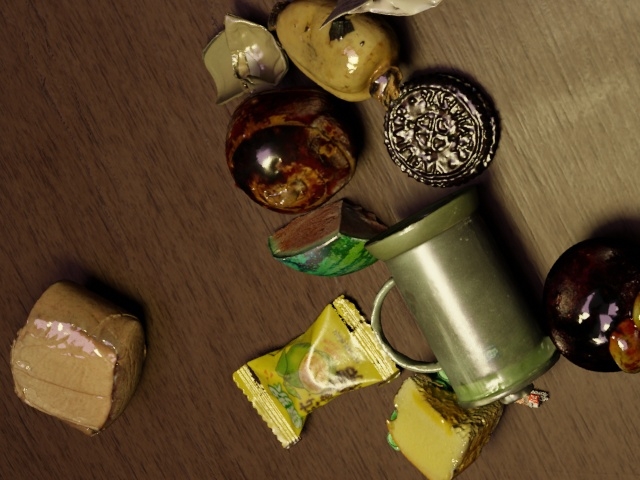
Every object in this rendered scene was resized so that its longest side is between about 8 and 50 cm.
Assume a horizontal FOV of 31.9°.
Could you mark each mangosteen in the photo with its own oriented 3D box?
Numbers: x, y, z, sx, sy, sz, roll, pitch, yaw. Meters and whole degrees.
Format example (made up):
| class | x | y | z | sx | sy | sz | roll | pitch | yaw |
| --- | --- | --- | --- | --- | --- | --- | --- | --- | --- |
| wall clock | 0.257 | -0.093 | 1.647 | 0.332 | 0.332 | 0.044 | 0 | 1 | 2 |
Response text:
| class | x | y | z | sx | sy | sz | roll | pitch | yaw |
| --- | --- | --- | --- | --- | --- | --- | --- | --- | --- |
| mangosteen | 0.451 | 0.103 | 1.654 | 0.250 | 0.211 | 0.211 | 16 | 118 | 46 |

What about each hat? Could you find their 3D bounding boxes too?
| class | x | y | z | sx | sy | sz | roll | pitch | yaw |
| --- | --- | --- | --- | --- | --- | --- | --- | --- | --- |
| hat | -0.133 | -0.305 | 1.921 | 0.175 | 0.085 | 0.147 | -22 | 82 | 56 |

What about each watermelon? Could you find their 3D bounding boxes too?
| class | x | y | z | sx | sy | sz | roll | pitch | yaw |
| --- | --- | --- | --- | --- | --- | --- | --- | --- | --- |
| watermelon | 0.001 | 0.020 | 1.917 | 0.231 | 0.146 | 0.128 | -22 | 98 | 31 |

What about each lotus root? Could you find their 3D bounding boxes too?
| class | x | y | z | sx | sy | sz | roll | pitch | yaw |
| --- | --- | --- | --- | --- | --- | --- | --- | --- | --- |
| lotus root | 0.034 | -0.309 | 1.765 | 0.257 | 0.140 | 0.154 | 34 | 167 | 18 |

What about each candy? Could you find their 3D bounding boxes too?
| class | x | y | z | sx | sy | sz | roll | pitch | yaw |
| --- | --- | --- | --- | --- | --- | --- | --- | --- | --- |
| candy | -0.010 | 0.245 | 2.055 | 0.297 | 0.081 | 0.187 | -35 | 90 | 23 |

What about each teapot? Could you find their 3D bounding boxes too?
| class | x | y | z | sx | sy | sz | roll | pitch | yaw |
| --- | --- | --- | --- | --- | --- | --- | --- | --- | --- |
| teapot | 0.212 | 0.115 | 1.791 | 0.270 | 0.200 | 0.337 | -28 | 92 | 20 |

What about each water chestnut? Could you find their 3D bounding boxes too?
| class | x | y | z | sx | sy | sz | roll | pitch | yaw |
| --- | --- | --- | --- | --- | --- | --- | --- | --- | --- |
| water chestnut | -0.048 | -0.158 | 1.860 | 0.224 | 0.238 | 0.223 | -7 | 128 | -9 |

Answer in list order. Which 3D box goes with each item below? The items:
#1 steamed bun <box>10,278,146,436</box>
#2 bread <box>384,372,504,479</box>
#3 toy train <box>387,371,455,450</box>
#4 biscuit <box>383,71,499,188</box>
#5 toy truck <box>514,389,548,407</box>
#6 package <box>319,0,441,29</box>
| class | x | y | z | sx | sy | sz | roll | pitch | yaw |
| --- | --- | --- | --- | --- | --- | --- | --- | --- | --- |
| steamed bun | -0.471 | 0.220 | 2.236 | 0.251 | 0.199 | 0.301 | 23 | 129 | 0 |
| bread | 0.205 | 0.300 | 1.885 | 0.160 | 0.169 | 0.140 | 32 | 120 | 23 |
| toy train | 0.212 | 0.288 | 1.950 | 0.119 | 0.085 | 0.251 | 30 | 118 | -4 |
| biscuit | 0.191 | -0.175 | 1.792 | 0.194 | 0.053 | 0.194 | 10 | 113 | 25 |
| toy truck | 0.344 | 0.265 | 1.899 | 0.083 | 0.024 | 0.032 | 10 | 85 | 28 |
| package | 0.131 | -0.396 | 1.651 | 0.251 | 0.204 | 0.062 | -7 | 122 | 30 |
